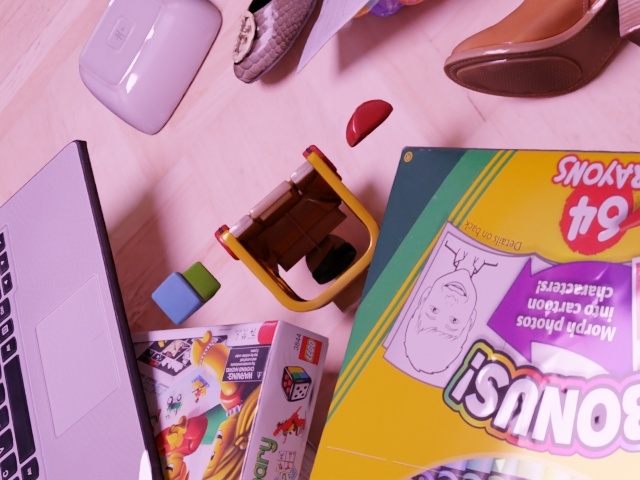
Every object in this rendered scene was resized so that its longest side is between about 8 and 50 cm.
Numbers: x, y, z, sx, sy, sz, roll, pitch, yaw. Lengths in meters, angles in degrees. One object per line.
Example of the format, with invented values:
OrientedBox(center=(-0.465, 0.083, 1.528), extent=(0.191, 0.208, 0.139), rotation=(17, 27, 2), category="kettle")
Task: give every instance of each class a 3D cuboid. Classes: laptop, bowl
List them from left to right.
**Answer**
OrientedBox(center=(-0.371, 0.132, 1.292), extent=(0.408, 0.236, 0.382), rotation=(-39, 47, 24), category="laptop")
OrientedBox(center=(-0.171, -0.185, 1.520), extent=(0.142, 0.053, 0.142), rotation=(-59, 40, 5), category="bowl")

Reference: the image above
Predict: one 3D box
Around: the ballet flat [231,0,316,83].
OrientedBox(center=(-0.019, -0.253, 1.384), extent=(0.250, 0.058, 0.084), rotation=(-62, 29, 2), category="ballet flat")

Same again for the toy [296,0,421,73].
OrientedBox(center=(0.071, -0.228, 1.272), extent=(0.237, 0.056, 0.137), rotation=(-45, 22, 51), category="toy")

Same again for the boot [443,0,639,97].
OrientedBox(center=(0.179, -0.190, 1.149), extent=(0.197, 0.073, 0.152), rotation=(-12, 63, 29), category="boot")

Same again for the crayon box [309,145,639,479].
OrientedBox(center=(0.166, 0.107, 0.981), extent=(0.363, 0.106, 0.313), rotation=(5, 74, 47), category="crayon box")

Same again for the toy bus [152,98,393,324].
OrientedBox(center=(-0.005, 0.003, 1.195), extent=(0.104, 0.202, 0.191), rotation=(48, 137, 3), category="toy bus")

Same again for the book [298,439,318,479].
OrientedBox(center=(-0.041, 0.220, 1.198), extent=(0.096, 0.035, 0.144), rotation=(40, 102, 47), category="book")

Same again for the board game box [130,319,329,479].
OrientedBox(center=(-0.118, 0.166, 1.251), extent=(0.305, 0.053, 0.193), rotation=(-10, 63, 54), category="board game box")
